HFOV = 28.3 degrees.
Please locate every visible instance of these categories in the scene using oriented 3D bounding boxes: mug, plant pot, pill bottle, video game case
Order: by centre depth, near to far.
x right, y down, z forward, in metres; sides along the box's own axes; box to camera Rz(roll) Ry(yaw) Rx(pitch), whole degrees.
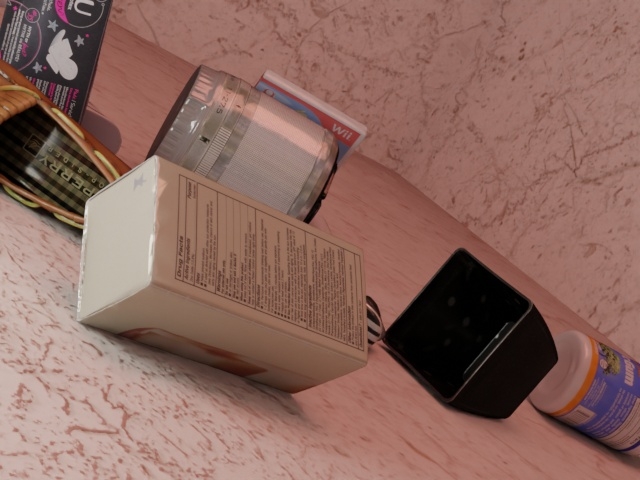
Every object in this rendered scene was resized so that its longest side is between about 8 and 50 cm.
[{"bbox_3d":[0.241,0.158,1.890,0.167,0.188,0.187,41,1,-40],"label":"plant pot"},{"bbox_3d":[0.505,0.274,2.159,0.272,0.152,0.152,28,10,-18],"label":"pill bottle"},{"bbox_3d":[-0.075,-0.150,2.215,0.204,0.285,0.025,29,42,-13],"label":"video game case"},{"bbox_3d":[0.000,-0.003,2.288,0.078,0.062,0.064,16,24,-36],"label":"mug"}]

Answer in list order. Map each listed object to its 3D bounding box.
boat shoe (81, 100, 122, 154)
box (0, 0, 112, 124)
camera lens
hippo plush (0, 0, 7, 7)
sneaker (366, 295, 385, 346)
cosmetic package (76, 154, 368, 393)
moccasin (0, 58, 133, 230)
[{"bbox_3d":[-0.426,-0.211,1.959,0.258,0.095,0.084,39,2,-21],"label":"boat shoe"},{"bbox_3d":[-0.386,-0.276,1.811,0.142,0.247,0.163,16,15,-14],"label":"box"},{"bbox_3d":[-0.124,-0.134,2.072,0.274,0.219,0.219,29,10,-12],"label":"camera lens"},{"bbox_3d":[-0.749,-0.522,2.337,0.236,0.234,0.294,-10,82,-50],"label":"hippo plush"},{"bbox_3d":[0.007,0.077,1.861,0.229,0.086,0.132,45,8,16],"label":"sneaker"},{"bbox_3d":[-0.097,0.046,1.342,0.296,0.129,0.153,26,52,-37],"label":"cosmetic package"},{"bbox_3d":[-0.387,-0.130,1.527,0.380,0.139,0.147,41,0,-1],"label":"moccasin"}]
